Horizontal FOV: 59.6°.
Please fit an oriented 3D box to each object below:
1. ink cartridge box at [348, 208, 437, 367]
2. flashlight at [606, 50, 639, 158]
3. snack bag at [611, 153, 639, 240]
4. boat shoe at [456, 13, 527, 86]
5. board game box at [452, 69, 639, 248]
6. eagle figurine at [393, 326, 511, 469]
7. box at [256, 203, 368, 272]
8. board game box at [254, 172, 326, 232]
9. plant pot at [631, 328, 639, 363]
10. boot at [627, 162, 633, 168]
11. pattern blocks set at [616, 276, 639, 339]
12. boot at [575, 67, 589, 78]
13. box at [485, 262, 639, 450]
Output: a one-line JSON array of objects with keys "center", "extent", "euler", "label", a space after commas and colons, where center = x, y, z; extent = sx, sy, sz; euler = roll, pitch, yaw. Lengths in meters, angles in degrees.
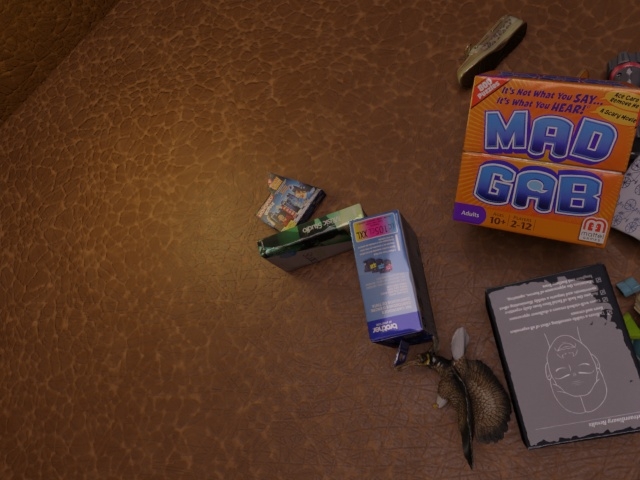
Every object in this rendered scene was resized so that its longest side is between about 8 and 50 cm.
[{"center": [0.212, 0.146, 1.547], "extent": [0.151, 0.270, 0.396], "euler": [-16, 70, 16], "label": "ink cartridge box"}, {"center": [0.862, -0.384, 1.552], "extent": [0.103, 0.103, 0.304], "euler": [23, 58, -21], "label": "flashlight"}, {"center": [0.909, -0.123, 1.403], "extent": [0.323, 0.037, 0.342], "euler": [-58, 30, 10], "label": "snack bag"}, {"center": [0.523, -0.597, 1.761], "extent": [0.285, 0.105, 0.089], "euler": [-41, 62, -8], "label": "boat shoe"}, {"center": [0.567, -0.230, 1.428], "extent": [0.355, 0.356, 0.357], "euler": [12, 112, 20], "label": "board game box"}, {"center": [0.368, 0.402, 1.462], "extent": [0.226, 0.225, 0.298], "euler": [-36, 62, -13], "label": "eagle figurine"}, {"center": [0.000, 0.000, 1.675], "extent": [0.321, 0.232, 0.059], "euler": [-21, 70, 11], "label": "box"}, {"center": [-0.116, -0.129, 1.841], "extent": [0.194, 0.060, 0.194], "euler": [35, 87, 24], "label": "board game box"}, {"center": [0.897, 0.331, 1.308], "extent": [0.290, 0.290, 0.196], "euler": [-9, 108, 15], "label": "plant pot"}, {"center": [0.932, -0.221, 1.557], "extent": [0.118, 0.042, 0.087], "euler": [25, 76, 23], "label": "boot"}, {"center": [0.863, 0.164, 1.342], "extent": [0.285, 0.026, 0.325], "euler": [-26, 26, 25], "label": "pattern blocks set"}, {"center": [0.779, -0.331, 1.609], "extent": [0.211, 0.104, 0.295], "euler": [26, 89, 17], "label": "boot"}, {"center": [0.611, 0.295, 1.414], "extent": [0.293, 0.212, 0.396], "euler": [-14, 70, 13], "label": "box"}]
